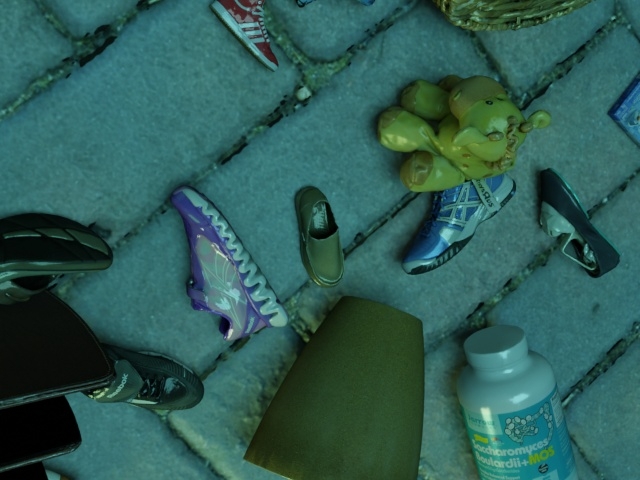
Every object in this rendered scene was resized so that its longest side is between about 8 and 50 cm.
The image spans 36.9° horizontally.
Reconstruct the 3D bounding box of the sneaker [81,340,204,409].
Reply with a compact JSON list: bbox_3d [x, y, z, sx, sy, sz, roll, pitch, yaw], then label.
[{"bbox_3d":[-0.255,0.179,1.240,0.234,0.106,0.078,25,94,-22],"label":"sneaker"}]

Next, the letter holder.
[{"bbox_3d":[-0.363,0.180,1.094,0.214,0.302,0.152,-12,112,-28],"label":"letter holder"}]

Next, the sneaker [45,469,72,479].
[{"bbox_3d":[-0.381,0.445,1.253,0.123,0.106,0.290,15,95,-19],"label":"sneaker"}]

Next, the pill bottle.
[{"bbox_3d":[0.287,0.263,1.425,0.146,0.146,0.264,-22,107,-14],"label":"pill bottle"}]

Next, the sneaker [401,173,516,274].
[{"bbox_3d":[0.183,-0.036,1.368,0.211,0.080,0.081,-46,106,-15],"label":"sneaker"}]

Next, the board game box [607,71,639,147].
[{"bbox_3d":[0.497,-0.199,1.465,0.090,0.020,0.090,39,87,-23],"label":"board game box"}]

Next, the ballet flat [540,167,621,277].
[{"bbox_3d":[0.377,-0.017,1.438,0.074,0.074,0.203,-45,114,-5],"label":"ballet flat"}]

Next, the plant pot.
[{"bbox_3d":[0.048,0.214,1.305,0.237,0.237,0.254,23,79,-22],"label":"plant pot"}]

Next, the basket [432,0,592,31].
[{"bbox_3d":[0.258,-0.430,1.295,0.299,0.223,0.213,-18,140,-15],"label":"basket"}]

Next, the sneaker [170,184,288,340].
[{"bbox_3d":[-0.139,0.039,1.262,0.104,0.095,0.236,-32,111,-2],"label":"sneaker"}]

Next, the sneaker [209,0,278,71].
[{"bbox_3d":[-0.080,-0.279,1.236,0.067,0.042,0.118,-44,109,-2],"label":"sneaker"}]

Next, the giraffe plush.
[{"bbox_3d":[0.198,-0.144,1.259,0.210,0.170,0.181,45,72,1],"label":"giraffe plush"}]

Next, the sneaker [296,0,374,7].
[{"bbox_3d":[-0.005,-0.337,1.251,0.162,0.063,0.073,16,113,-17],"label":"sneaker"}]

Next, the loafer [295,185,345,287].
[{"bbox_3d":[0.000,0.000,1.320,0.056,0.050,0.148,-21,107,-14],"label":"loafer"}]

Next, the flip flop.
[{"bbox_3d":[-0.390,0.039,1.159,0.277,0.112,0.080,-16,133,-30],"label":"flip flop"}]
